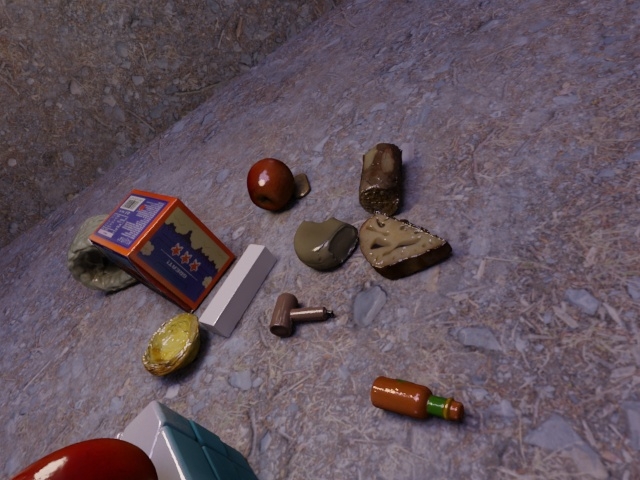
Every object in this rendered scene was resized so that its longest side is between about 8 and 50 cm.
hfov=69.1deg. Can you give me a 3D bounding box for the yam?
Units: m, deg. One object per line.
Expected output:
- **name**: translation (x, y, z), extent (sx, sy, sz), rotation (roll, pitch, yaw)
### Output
- **yam**: translation (0.185, -0.190, 1.432), extent (0.127, 0.129, 0.239), rotation (11, 50, 0)

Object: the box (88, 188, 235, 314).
- **box**: translation (-0.550, 0.030, 1.608), extent (0.348, 0.319, 0.257), rotation (14, 60, 44)

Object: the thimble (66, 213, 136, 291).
- **thimble**: translation (-0.842, 0.053, 1.857), extent (0.291, 0.292, 0.195), rotation (-21, 40, 19)

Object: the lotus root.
- **lotus root**: translation (0.201, 0.018, 1.245), extent (0.170, 0.074, 0.260), rotation (-43, 40, -7)

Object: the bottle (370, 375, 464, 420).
- **bottle**: translation (0.196, 0.326, 0.942), extent (0.186, 0.069, 0.069), rotation (3, 53, 37)

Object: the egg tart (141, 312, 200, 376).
- **egg tart**: translation (-0.440, 0.321, 1.412), extent (0.212, 0.090, 0.213), rotation (-19, 42, 18)

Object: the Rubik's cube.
- **Rubik's cube**: translation (-0.279, 0.563, 0.863), extent (0.319, 0.316, 0.321), rotation (-46, 38, -11)

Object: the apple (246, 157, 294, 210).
- **apple**: translation (-0.183, -0.201, 1.679), extent (0.180, 0.181, 0.169), rotation (-9, 53, 30)

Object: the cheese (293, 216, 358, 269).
- **cheese**: translation (0.000, 0.000, 1.402), extent (0.175, 0.091, 0.202), rotation (-47, 40, -16)

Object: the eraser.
- **eraser**: translation (-0.253, 0.152, 1.452), extent (0.078, 0.076, 0.298), rotation (6, 55, 41)

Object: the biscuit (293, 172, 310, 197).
- **biscuit**: translation (-0.077, -0.205, 1.728), extent (0.071, 0.018, 0.147), rotation (-29, 37, 9)

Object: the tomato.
- **tomato**: translation (-0.360, 0.420, 0.637), extent (0.298, 0.226, 0.299), rotation (-19, 41, 17)

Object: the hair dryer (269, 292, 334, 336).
- **hair dryer**: translation (-0.046, 0.199, 1.268), extent (0.181, 0.064, 0.117), rotation (-6, 45, 22)
